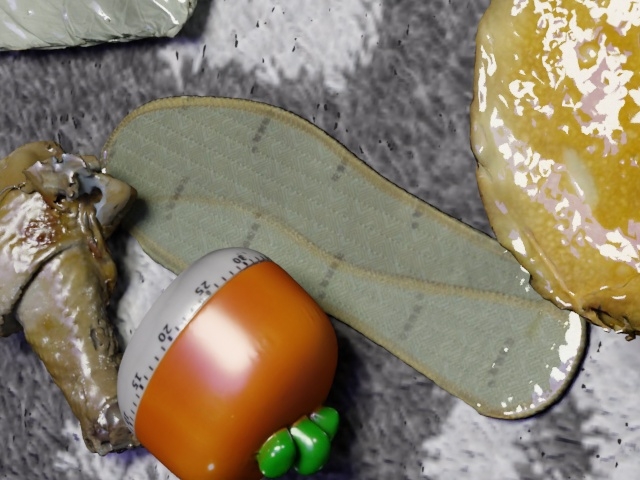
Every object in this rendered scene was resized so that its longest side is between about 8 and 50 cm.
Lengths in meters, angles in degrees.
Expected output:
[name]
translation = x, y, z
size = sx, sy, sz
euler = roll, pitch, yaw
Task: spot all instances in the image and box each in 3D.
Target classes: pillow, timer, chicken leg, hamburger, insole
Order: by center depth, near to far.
[hamburger]
translation = 0.198, -0.063, 0.763
size = 0.244, 0.163, 0.244
euler = -2, 86, 26
[timer]
translation = -0.040, 0.081, 0.910
size = 0.136, 0.099, 0.136
euler = 9, 109, 28
[insole]
translation = 0.000, 0.000, 0.951
size = 0.348, 0.009, 0.119
euler = 28, 94, 31
[chicken leg]
translation = -0.160, 0.035, 0.999
size = 0.125, 0.080, 0.196
euler = -11, 80, 27
[pillow]
translation = -0.169, -0.184, 1.062
size = 0.229, 0.051, 0.128
euler = 0, 78, 32
